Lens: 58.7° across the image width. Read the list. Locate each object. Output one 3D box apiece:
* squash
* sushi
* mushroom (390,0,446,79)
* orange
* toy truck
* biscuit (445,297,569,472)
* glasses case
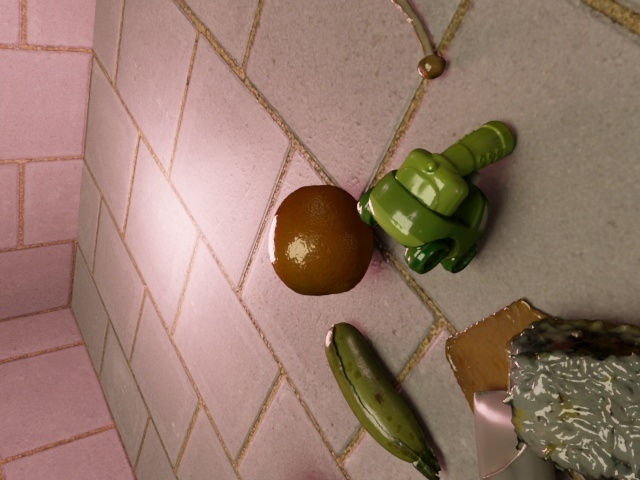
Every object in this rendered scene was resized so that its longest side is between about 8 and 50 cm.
[{"bbox_3d":[0.100,0.294,1.036,0.341,0.094,0.095,55,137,29],"label":"squash"},{"bbox_3d":[0.327,0.165,0.613,0.274,0.184,0.140,-2,98,45],"label":"sushi"},{"bbox_3d":[0.108,-0.366,0.909,0.068,0.043,0.306,-43,59,21],"label":"mushroom"},{"bbox_3d":[0.000,0.000,1.018,0.206,0.206,0.206,17,112,50],"label":"orange"},{"bbox_3d":[0.162,-0.062,0.781,0.148,0.187,0.211,48,134,28],"label":"toy truck"},{"bbox_3d":[0.294,0.217,0.818,0.232,0.013,0.237,-46,63,49],"label":"biscuit"},{"bbox_3d":[0.272,0.365,0.807,0.128,0.083,0.308,2,102,53],"label":"glasses case"}]
